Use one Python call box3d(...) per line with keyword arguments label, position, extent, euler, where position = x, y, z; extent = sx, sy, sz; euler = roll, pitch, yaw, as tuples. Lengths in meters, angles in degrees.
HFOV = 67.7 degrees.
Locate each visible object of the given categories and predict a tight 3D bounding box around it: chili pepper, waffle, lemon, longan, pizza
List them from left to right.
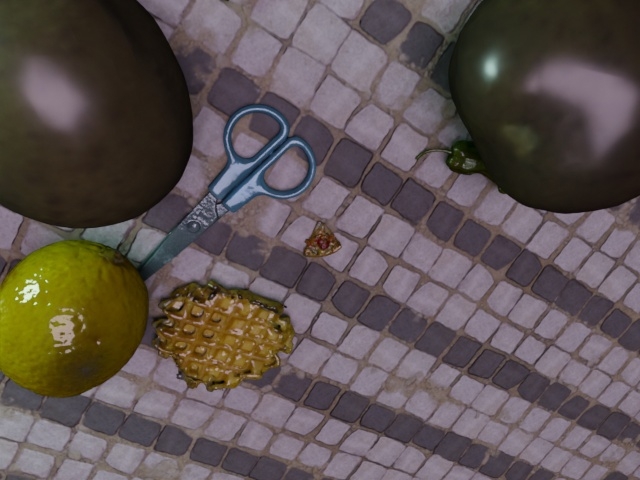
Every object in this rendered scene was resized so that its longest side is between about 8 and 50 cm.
box3d(label="lemon", position=(-0.425, 0.130, 0.818), extent=(0.268, 0.267, 0.267), euler=(-4, 112, -9))
box3d(label="longan", position=(-0.348, -0.194, 0.672), extent=(0.361, 0.361, 0.360), euler=(-4, 112, -9))
box3d(label="waffle", position=(-0.200, 0.196, 0.988), extent=(0.281, 0.060, 0.262), euler=(-22, 114, -2))
box3d(label="pizza", position=(0.000, 0.001, 0.967), extent=(0.083, 0.025, 0.078), euler=(-14, 116, -4))
box3d(label="chili pepper", position=(0.300, -0.155, 0.938), extent=(0.204, 0.072, 0.073), euler=(19, 98, -15))
box3d(label="longan", position=(0.399, -0.236, 0.778), extent=(0.405, 0.336, 0.404), euler=(6, 78, -30))

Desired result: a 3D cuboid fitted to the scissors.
box3d(label="scissors", position=(-0.211, -0.056, 0.902), extent=(0.447, 0.029, 0.192), euler=(-42, 112, 6))
